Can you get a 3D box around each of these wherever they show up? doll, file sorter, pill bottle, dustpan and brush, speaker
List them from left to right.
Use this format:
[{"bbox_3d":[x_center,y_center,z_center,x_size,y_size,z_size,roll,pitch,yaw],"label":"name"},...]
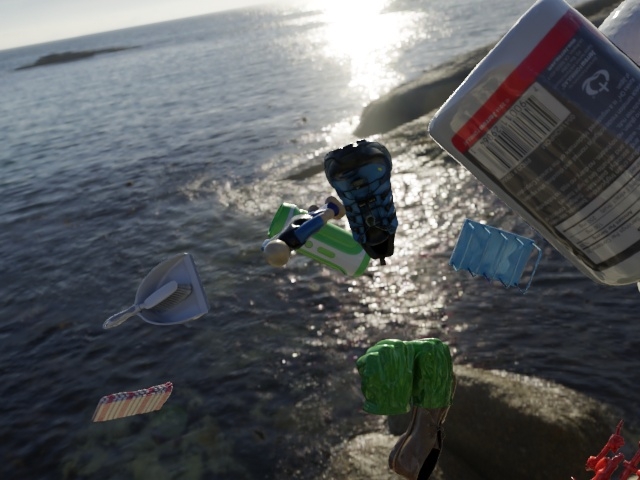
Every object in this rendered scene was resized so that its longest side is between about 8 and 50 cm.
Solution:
[{"bbox_3d":[-0.337,0.126,1.229,0.211,0.060,0.147,-32,62,13],"label":"dustpan and brush"},{"bbox_3d":[-0.027,-0.015,0.900,0.129,0.046,0.189,-25,9,34],"label":"doll"},{"bbox_3d":[0.000,0.000,1.812,0.296,0.131,0.131,25,19,-11],"label":"speaker"},{"bbox_3d":[0.401,0.038,1.418,0.170,0.118,0.104,18,12,1],"label":"file sorter"},{"bbox_3d":[0.277,-0.069,0.602,0.176,0.318,0.176,-48,-1,-1],"label":"pill bottle"}]

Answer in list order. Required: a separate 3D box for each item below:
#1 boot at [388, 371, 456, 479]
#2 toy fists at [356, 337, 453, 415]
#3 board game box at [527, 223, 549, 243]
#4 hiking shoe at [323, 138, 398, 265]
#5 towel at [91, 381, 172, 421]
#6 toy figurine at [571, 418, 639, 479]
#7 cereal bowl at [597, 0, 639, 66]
[{"bbox_3d":[0.290,0.478,1.585,0.112,0.305,0.115,28,-6,-25],"label":"boot"},{"bbox_3d":[0.182,0.274,1.287,0.279,0.142,0.096,7,-4,-42],"label":"toy fists"},{"bbox_3d":[0.495,-0.108,1.393,0.035,0.136,0.201,1,42,-42],"label":"board game box"},{"bbox_3d":[0.089,-0.064,1.055,0.113,0.132,0.304,-21,-23,7],"label":"hiking shoe"},{"bbox_3d":[-0.510,0.438,1.670,0.197,0.144,0.029,-3,57,-33],"label":"towel"},{"bbox_3d":[0.477,0.408,0.799,0.217,0.191,0.362,35,3,9],"label":"toy figurine"},{"bbox_3d":[0.538,-0.225,0.800,0.338,0.141,0.339,14,48,-17],"label":"cereal bowl"}]
